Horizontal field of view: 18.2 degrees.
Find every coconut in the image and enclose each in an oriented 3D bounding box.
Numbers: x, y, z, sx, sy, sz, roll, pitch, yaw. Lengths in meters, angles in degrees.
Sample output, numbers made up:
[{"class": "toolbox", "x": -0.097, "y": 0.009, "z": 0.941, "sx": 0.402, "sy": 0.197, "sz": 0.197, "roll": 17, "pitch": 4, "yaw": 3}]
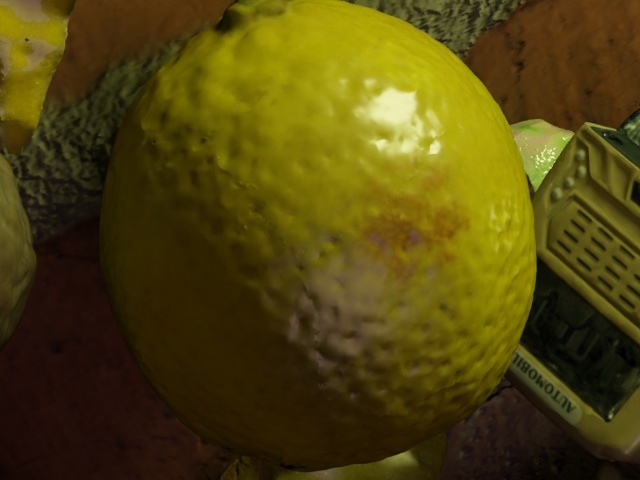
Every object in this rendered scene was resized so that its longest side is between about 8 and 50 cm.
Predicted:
[{"class": "coconut", "x": 0.136, "y": -0.040, "z": 1.278, "sx": 0.082, "sy": 0.081, "sz": 0.083, "roll": -11, "pitch": 144, "yaw": 39}]

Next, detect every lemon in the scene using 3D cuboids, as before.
[{"class": "lemon", "x": -0.001, "y": 0.000, "z": 1.114, "sx": 0.267, "sy": 0.267, "sz": 0.267, "roll": -15, "pitch": 133, "yaw": -17}]

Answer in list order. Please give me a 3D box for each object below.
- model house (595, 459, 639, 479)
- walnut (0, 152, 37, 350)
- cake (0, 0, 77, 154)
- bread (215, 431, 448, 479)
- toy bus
[{"class": "model house", "x": 0.227, "y": 0.306, "z": 1.550, "sx": 0.266, "sy": 0.261, "sz": 0.321, "roll": -46, "pitch": 158, "yaw": -23}, {"class": "walnut", "x": -0.254, "y": 0.014, "z": 1.025, "sx": 0.224, "sy": 0.224, "sz": 0.224, "roll": -15, "pitch": 133, "yaw": -17}, {"class": "cake", "x": -0.181, "y": -0.131, "z": 1.023, "sx": 0.116, "sy": 0.080, "sz": 0.185, "roll": 9, "pitch": 126, "yaw": -38}, {"class": "bread", "x": -0.013, "y": 0.213, "z": 1.404, "sx": 0.160, "sy": 0.088, "sz": 0.233, "roll": 7, "pitch": 126, "yaw": -39}, {"class": "toy bus", "x": 0.263, "y": 0.047, "z": 1.302, "sx": 0.365, "sy": 0.177, "sz": 0.202, "roll": 13, "pitch": 116, "yaw": -54}]
